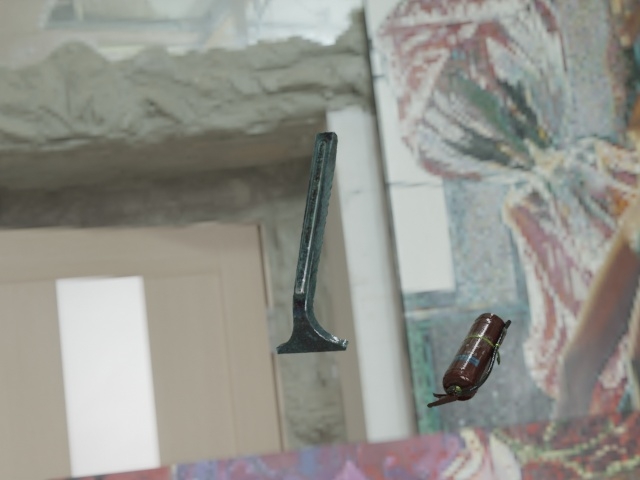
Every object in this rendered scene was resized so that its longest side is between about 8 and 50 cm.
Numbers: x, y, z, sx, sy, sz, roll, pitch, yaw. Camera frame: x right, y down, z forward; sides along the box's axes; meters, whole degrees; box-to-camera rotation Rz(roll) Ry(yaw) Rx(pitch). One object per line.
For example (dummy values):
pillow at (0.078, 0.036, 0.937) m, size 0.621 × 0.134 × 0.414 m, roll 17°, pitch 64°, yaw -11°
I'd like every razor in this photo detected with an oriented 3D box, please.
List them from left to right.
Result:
razor at (-0.003, -0.002, 1.067) m, size 0.066 × 0.190 × 0.033 m, roll -4°, pitch -21°, yaw 29°

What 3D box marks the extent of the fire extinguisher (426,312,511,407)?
fire extinguisher at (0.153, 0.125, 1.305) m, size 0.056 × 0.039 × 0.132 m, roll -12°, pitch 24°, yaw 33°
